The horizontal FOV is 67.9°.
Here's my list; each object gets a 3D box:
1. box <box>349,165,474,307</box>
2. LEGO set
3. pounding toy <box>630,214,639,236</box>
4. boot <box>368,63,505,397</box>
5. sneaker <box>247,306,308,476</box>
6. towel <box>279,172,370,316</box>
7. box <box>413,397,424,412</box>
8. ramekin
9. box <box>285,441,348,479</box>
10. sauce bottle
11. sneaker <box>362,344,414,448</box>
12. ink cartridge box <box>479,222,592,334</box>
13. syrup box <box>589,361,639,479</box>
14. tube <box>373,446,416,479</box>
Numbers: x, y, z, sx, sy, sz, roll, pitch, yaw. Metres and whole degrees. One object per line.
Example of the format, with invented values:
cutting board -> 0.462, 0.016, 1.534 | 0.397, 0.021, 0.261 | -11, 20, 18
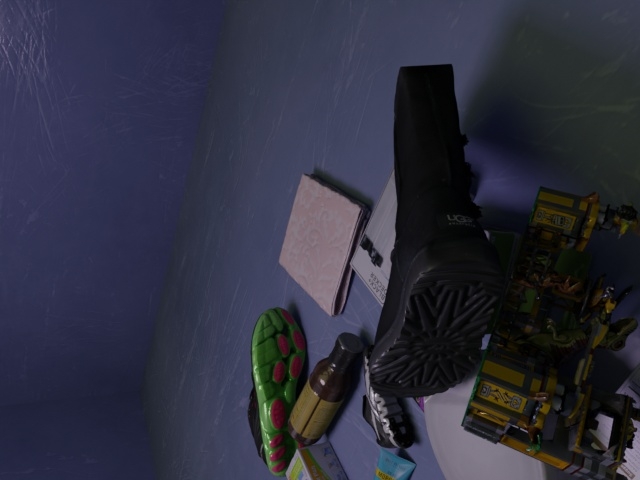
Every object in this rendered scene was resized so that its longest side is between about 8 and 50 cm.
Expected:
box -> 0.184, -0.014, 1.022 | 0.169, 0.087, 0.290 | 55, 132, 46
LEGO set -> 0.297, 0.115, 0.535 | 0.192, 0.331, 0.255 | 18, 143, 22
pounding toy -> 0.415, -0.023, 0.541 | 0.094, 0.205, 0.181 | 52, 129, 47
boot -> 0.157, -0.022, 0.777 | 0.367, 0.146, 0.446 | 102, 172, -47
sneaker -> -0.155, 0.445, 1.431 | 0.202, 0.185, 0.484 | -14, 74, 53
towel -> 0.000, 0.000, 1.350 | 0.332, 0.053, 0.317 | 40, 119, 52
box -> 0.215, 0.276, 0.999 | 0.162, 0.029, 0.116 | 52, 131, 48
ramekin -> 0.289, 0.294, 0.743 | 0.272, 0.127, 0.273 | 172, 90, -68
box -> 0.005, 0.648, 1.226 | 0.203, 0.103, 0.114 | 53, 131, 46
sauce bottle -> 0.017, 0.385, 1.232 | 0.111, 0.111, 0.345 | 57, 132, 44
sneaker -> 0.129, 0.359, 1.082 | 0.106, 0.078, 0.235 | -45, 53, 44
ink cartridge box -> 0.300, 0.075, 0.818 | 0.255, 0.096, 0.189 | 23, 106, 57
syrup box -> 0.442, 0.192, 0.582 | 0.096, 0.093, 0.237 | 49, 127, 48
tube -> 0.144, 0.561, 1.063 | 0.080, 0.052, 0.207 | 20, 108, 13
